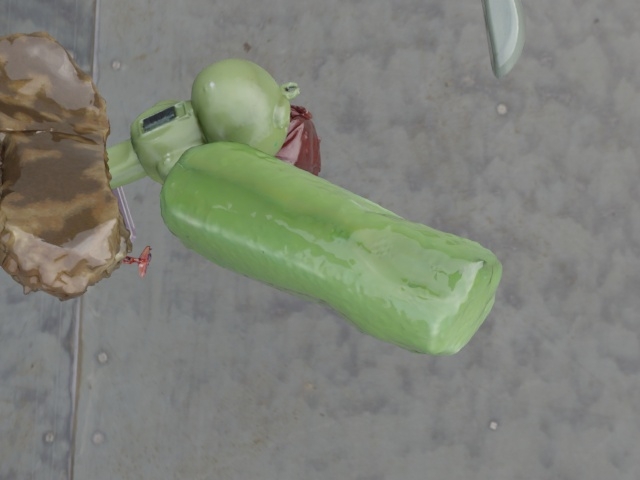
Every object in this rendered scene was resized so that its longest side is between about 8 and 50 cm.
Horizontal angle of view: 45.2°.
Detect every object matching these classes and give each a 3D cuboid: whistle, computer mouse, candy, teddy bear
[{"bbox_3d":[-0.156,-0.117,0.940,0.294,0.141,0.141,-30,99,15],"label":"whistle"},{"bbox_3d":[0.255,-0.321,1.079,0.056,0.089,0.182,-11,103,7],"label":"computer mouse"},{"bbox_3d":[0.000,0.000,0.753,0.343,0.142,0.132,23,65,25],"label":"candy"},{"bbox_3d":[-0.257,-0.028,0.564,0.246,0.296,0.222,18,124,-21],"label":"teddy bear"}]

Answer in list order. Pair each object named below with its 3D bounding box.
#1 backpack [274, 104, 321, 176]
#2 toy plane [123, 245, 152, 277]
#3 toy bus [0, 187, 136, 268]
[{"bbox_3d":[-0.110,-0.164,1.324,0.229,0.229,0.139,15,87,-17],"label":"backpack"},{"bbox_3d":[-0.335,0.015,1.045,0.194,0.077,0.126,35,98,9],"label":"toy plane"},{"bbox_3d":[-0.403,-0.030,1.193,0.202,0.142,0.142,-22,75,3],"label":"toy bus"}]
